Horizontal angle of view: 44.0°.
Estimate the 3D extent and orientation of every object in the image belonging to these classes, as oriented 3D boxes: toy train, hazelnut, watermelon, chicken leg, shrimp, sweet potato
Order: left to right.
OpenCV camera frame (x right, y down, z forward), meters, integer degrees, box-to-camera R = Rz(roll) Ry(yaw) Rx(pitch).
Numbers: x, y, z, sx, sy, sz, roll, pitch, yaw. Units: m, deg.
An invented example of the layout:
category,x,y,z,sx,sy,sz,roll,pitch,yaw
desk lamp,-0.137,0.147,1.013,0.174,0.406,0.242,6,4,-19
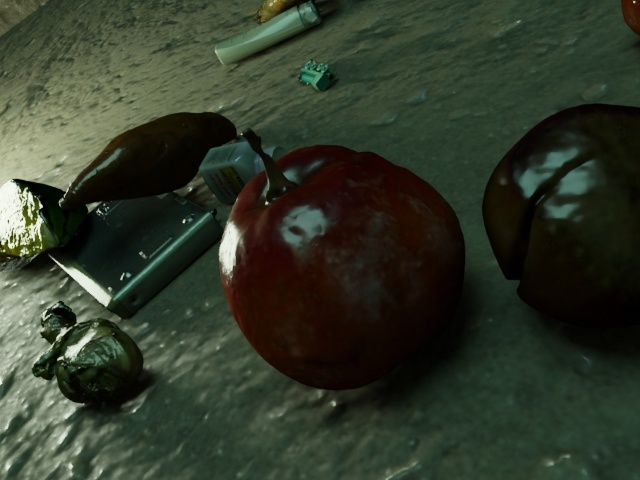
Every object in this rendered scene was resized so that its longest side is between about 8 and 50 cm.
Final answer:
category,x,y,z,sx,sy,sz,roll,pitch,yaw
watermelon,-0.455,-0.024,1.255,0.301,0.123,0.129,-7,66,50
chicken leg,-0.296,0.135,0.966,0.228,0.088,0.103,17,69,44
sweet potato,-0.230,-0.125,1.160,0.112,0.112,0.359,4,28,40
shrimp,-0.057,-0.477,1.567,0.133,0.053,0.236,-31,9,-28
toy train,-0.007,-0.274,1.321,0.045,0.029,0.092,-52,33,-3
hazelnut,0.236,-0.016,0.695,0.208,0.208,0.208,-20,36,15

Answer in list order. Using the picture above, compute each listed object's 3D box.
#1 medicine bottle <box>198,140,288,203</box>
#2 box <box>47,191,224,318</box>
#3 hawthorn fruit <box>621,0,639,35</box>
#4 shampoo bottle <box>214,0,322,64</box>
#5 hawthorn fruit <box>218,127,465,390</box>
category,x,y,z,sx,sy,sz,roll,pitch,yaw
medicine bottle,-0.104,-0.099,1.128,0.118,0.074,0.055,-7,40,29
box,-0.276,-0.005,1.165,0.211,0.045,0.270,-43,36,-15
hawthorn fruit,0.425,-0.301,0.932,0.133,0.138,0.132,-20,33,13
shampoo bottle,-0.100,-0.400,1.528,0.213,0.049,0.072,-22,22,12
hawthorn fruit,0.000,0.000,0.753,0.242,0.271,0.241,-27,37,22
